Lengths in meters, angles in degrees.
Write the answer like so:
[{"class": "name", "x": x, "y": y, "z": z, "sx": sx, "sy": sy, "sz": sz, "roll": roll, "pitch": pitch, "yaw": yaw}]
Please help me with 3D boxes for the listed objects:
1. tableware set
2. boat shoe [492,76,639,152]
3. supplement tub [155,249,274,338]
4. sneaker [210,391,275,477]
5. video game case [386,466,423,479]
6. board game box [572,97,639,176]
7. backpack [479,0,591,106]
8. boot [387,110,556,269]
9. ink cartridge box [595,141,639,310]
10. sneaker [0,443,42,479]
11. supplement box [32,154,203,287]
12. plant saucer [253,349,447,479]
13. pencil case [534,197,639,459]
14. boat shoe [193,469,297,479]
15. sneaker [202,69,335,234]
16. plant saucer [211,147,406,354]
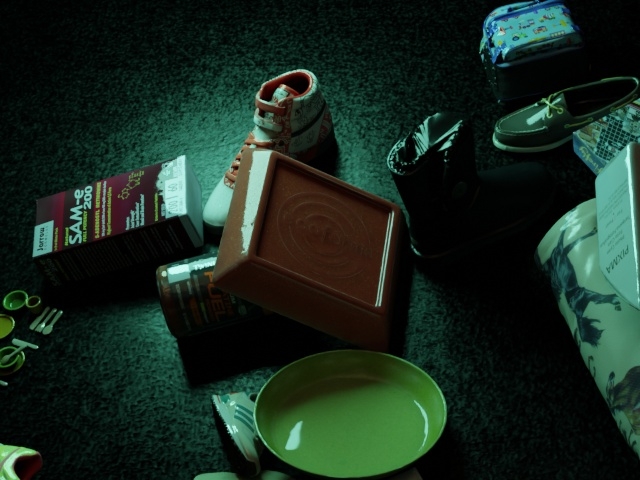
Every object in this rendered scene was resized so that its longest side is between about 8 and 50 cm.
[{"class": "tableware set", "x": -0.443, "y": 0.134, "z": 2.140, "sx": 0.104, "sy": 0.024, "sz": 0.154, "roll": 15, "pitch": 53, "yaw": 27}, {"class": "boat shoe", "x": 0.360, "y": -0.189, "z": 2.212, "sx": 0.227, "sy": 0.069, "sz": 0.081, "roll": -13, "pitch": 46, "yaw": 2}, {"class": "supplement tub", "x": -0.119, "y": 0.061, "z": 2.069, "sx": 0.197, "sy": 0.106, "sz": 0.106, "roll": -15, "pitch": 45, "yaw": 0}, {"class": "sneaker", "x": -0.087, "y": 0.236, "z": 1.910, "sx": 0.075, "sy": 0.057, "sz": 0.161, "roll": -13, "pitch": 27, "yaw": -13}, {"class": "video game case", "x": 0.070, "y": 0.394, "z": 1.743, "sx": 0.210, "sy": 0.042, "sz": 0.232, "roll": -25, "pitch": 46, "yaw": -10}, {"class": "board game box", "x": 0.486, "y": -0.099, "z": 2.097, "sx": 0.165, "sy": 0.042, "sz": 0.243, "roll": -26, "pitch": 52, "yaw": -11}, {"class": "backpack", "x": 0.318, "y": -0.305, "z": 2.304, "sx": 0.158, "sy": 0.117, "sz": 0.173, "roll": -12, "pitch": 42, "yaw": 1}, {"class": "boot", "x": 0.211, "y": -0.092, "z": 2.060, "sx": 0.246, "sy": 0.207, "sz": 0.094, "roll": -29, "pitch": 47, "yaw": -15}, {"class": "ink cartridge box", "x": 0.473, "y": 0.093, "z": 1.734, "sx": 0.308, "sy": 0.091, "sz": 0.385, "roll": 18, "pitch": 52, "yaw": -14}, {"class": "sneaker", "x": -0.402, "y": 0.335, "z": 1.896, "sx": 0.094, "sy": 0.081, "sz": 0.209, "roll": -3, "pitch": 46, "yaw": 9}, {"class": "supplement box", "x": -0.294, "y": -0.027, "z": 2.204, "sx": 0.239, "sy": 0.073, "sz": 0.130, "roll": -17, "pitch": 45, "yaw": 10}, {"class": "plant saucer", "x": 0.037, "y": 0.225, "z": 1.889, "sx": 0.240, "sy": 0.037, "sz": 0.241, "roll": -1, "pitch": 34, "yaw": 1}, {"class": "pencil case", "x": 0.406, "y": 0.114, "z": 1.847, "sx": 0.183, "sy": 0.160, "sz": 0.410, "roll": 1, "pitch": 41, "yaw": -20}, {"class": "boat shoe", "x": -0.090, "y": 0.311, "z": 1.868, "sx": 0.133, "sy": 0.042, "sz": 0.049, "roll": -3, "pitch": 19, "yaw": 10}, {"class": "sneaker", "x": -0.090, "y": -0.138, "z": 2.226, "sx": 0.090, "sy": 0.145, "sz": 0.270, "roll": 28, "pitch": 59, "yaw": 34}, {"class": "plant saucer", "x": 0.000, "y": 0.000, "z": 2.039, "sx": 0.258, "sy": 0.048, "sz": 0.259, "roll": 23, "pitch": 46, "yaw": -14}]
